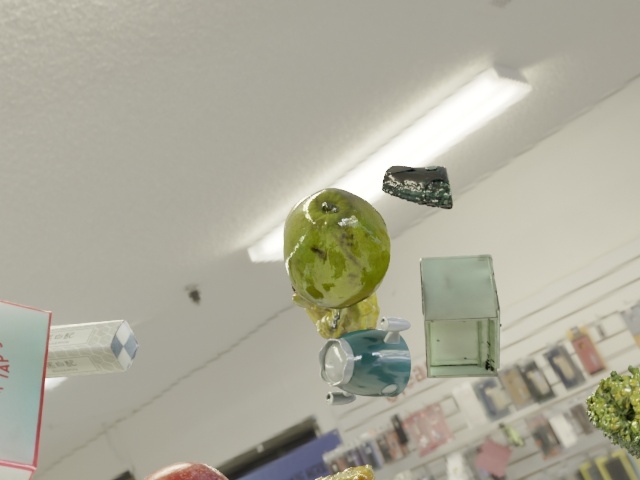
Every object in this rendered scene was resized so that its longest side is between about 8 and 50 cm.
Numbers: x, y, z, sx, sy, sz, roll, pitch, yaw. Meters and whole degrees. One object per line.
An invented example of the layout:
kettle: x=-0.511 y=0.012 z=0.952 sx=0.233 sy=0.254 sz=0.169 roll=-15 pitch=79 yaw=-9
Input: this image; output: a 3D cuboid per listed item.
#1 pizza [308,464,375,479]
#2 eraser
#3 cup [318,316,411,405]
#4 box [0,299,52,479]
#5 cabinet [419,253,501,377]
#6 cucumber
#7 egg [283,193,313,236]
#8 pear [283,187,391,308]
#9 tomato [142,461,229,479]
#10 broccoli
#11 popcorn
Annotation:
pizza: x=-0.010 y=0.462 z=1.165 sx=0.258 sy=0.268 sz=0.087 roll=-20 pitch=16 yaw=-2
eraser: x=-0.648 y=0.270 z=2.105 sx=0.404 sy=0.096 sz=0.098 roll=-8 pitch=-53 yaw=18
cup: x=0.092 y=0.281 z=1.998 sx=0.173 sy=0.167 sz=0.299 roll=6 pitch=-50 yaw=-34
box: x=-0.606 y=0.270 z=1.291 sx=0.312 sy=0.314 sz=0.300 roll=17 pitch=-55 yaw=-25
cabinet: x=0.275 y=0.146 z=1.693 sx=0.150 sy=0.206 sz=0.145 roll=-3 pitch=-57 yaw=6
cucumber: x=0.245 y=-0.142 z=2.081 sx=0.193 sy=0.085 sz=0.115 roll=8 pitch=39 yaw=33
egg: x=0.002 y=0.001 z=1.805 sx=0.165 sy=0.201 sz=0.164 roll=-3 pitch=20 yaw=1
pear: x=0.031 y=0.014 z=1.614 sx=0.213 sy=0.212 sz=0.269 roll=-23 pitch=-36 yaw=-3
tomato: x=-0.297 y=0.611 z=1.869 sx=0.270 sy=0.270 sz=0.227 roll=-15 pitch=6 yaw=-29
broccoli: x=0.654 y=0.329 z=1.824 sx=0.181 sy=0.272 sz=0.242 roll=-2 pitch=-12 yaw=20
popcorn: x=0.045 y=0.132 z=2.258 sx=0.252 sy=0.286 sz=0.215 roll=10 pitch=22 yaw=44
